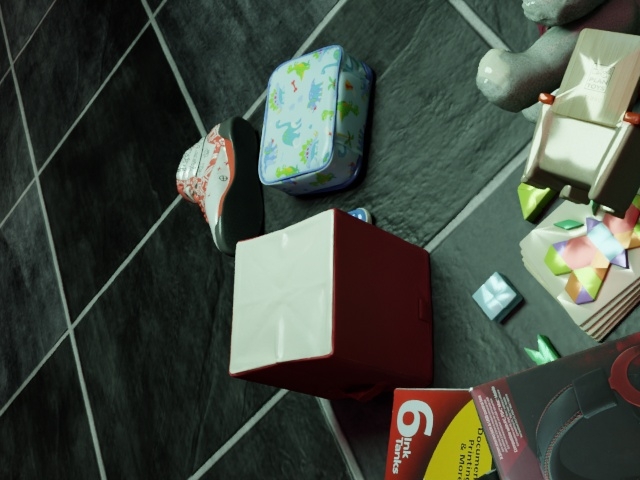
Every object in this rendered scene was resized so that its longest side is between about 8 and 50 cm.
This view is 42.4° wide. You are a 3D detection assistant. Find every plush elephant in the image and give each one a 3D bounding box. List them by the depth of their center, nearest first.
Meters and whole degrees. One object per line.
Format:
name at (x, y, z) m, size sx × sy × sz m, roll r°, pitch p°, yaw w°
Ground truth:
plush elephant at (0.267, -0.311, 0.874) m, size 0.330 × 0.272 × 0.255 m, roll -39°, pitch 76°, yaw 29°

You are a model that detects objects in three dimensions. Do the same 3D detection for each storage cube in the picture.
storage cube at (0.015, 0.093, 1.070) m, size 0.184 × 0.193 × 0.215 m, roll -17°, pitch 61°, yaw 40°

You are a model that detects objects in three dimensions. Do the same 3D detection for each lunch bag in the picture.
lunch bag at (-0.013, -0.183, 1.285) m, size 0.176 × 0.090 × 0.219 m, roll -11°, pitch 66°, yaw 41°

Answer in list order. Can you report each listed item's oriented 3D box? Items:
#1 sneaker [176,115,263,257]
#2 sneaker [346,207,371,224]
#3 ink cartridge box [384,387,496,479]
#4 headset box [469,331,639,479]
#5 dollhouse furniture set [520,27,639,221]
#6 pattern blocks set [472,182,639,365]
sneaker at (-0.177, -0.072, 1.408) m, size 0.145 × 0.090 × 0.270 m, roll -26°, pitch 53°, yaw 37°
sneaker at (0.000, 0.001, 1.201) m, size 0.152 × 0.085 × 0.058 m, roll -40°, pitch 49°, yaw 26°
ink cartridge box at (0.187, 0.309, 0.821) m, size 0.272 × 0.130 × 0.309 m, roll -14°, pitch 63°, yaw 54°
headset box at (0.270, 0.193, 0.670) m, size 0.293 × 0.110 × 0.218 m, roll -20°, pitch 65°, yaw 10°
dollhouse furniture set at (0.312, -0.082, 0.757) m, size 0.262 × 0.259 × 0.135 m, roll 28°, pitch 100°, yaw 48°
pattern blocks set at (0.322, 0.002, 0.922) m, size 0.324 × 0.026 × 0.285 m, roll -58°, pitch 44°, yaw 11°
